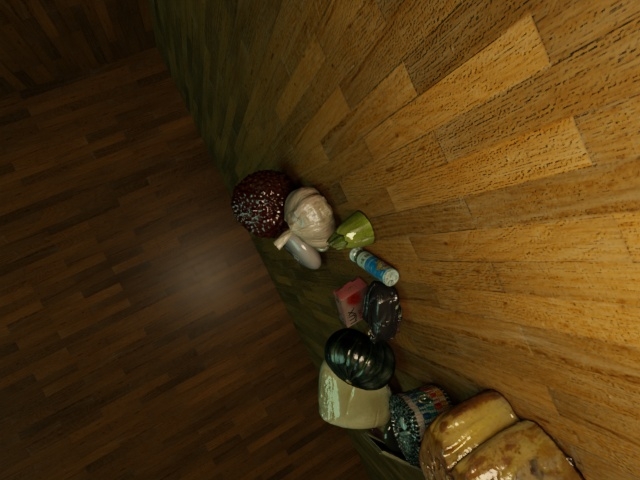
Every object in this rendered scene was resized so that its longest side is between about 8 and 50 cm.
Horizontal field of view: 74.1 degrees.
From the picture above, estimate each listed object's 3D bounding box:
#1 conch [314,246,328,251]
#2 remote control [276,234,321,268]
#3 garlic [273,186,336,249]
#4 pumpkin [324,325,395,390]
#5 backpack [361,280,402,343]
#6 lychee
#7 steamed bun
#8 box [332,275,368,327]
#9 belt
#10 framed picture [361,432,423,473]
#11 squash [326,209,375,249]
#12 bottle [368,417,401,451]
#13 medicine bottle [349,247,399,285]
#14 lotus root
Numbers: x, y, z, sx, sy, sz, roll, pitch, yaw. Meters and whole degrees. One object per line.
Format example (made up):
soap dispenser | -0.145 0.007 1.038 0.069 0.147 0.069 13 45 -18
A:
conch | -0.003 0.001 1.550 0.085 0.057 0.076 38 138 56
remote control | -0.102 0.009 1.760 0.221 0.103 0.332 55 172 -31
garlic | -0.065 -0.052 1.373 0.218 0.212 0.218 51 164 21
pumpkin | 0.136 0.391 1.448 0.250 0.216 0.250 17 167 4
backpack | 0.178 0.194 1.191 0.120 0.106 0.165 -102 14 -54
lychee | -0.189 -0.134 1.584 0.264 0.300 0.264 9 -90 -80
steamed bun | 0.143 0.575 1.628 0.272 0.274 0.290 0 98 56
box | 0.109 0.207 1.419 0.060 0.111 0.156 45 158 48
belt | 0.309 0.521 1.216 0.295 0.161 0.206 95 162 -60
framed picture | 0.320 0.842 1.655 0.296 0.019 0.232 28 168 -8
squash | 0.068 -0.009 1.153 0.105 0.132 0.105 53 160 30
bottle | 0.271 0.748 1.739 0.156 0.143 0.271 26 168 -14
medicine bottle | 0.147 0.069 1.182 0.191 0.051 0.051 34 147 59
lotus root | 0.358 0.477 0.892 0.316 0.250 0.316 164 90 -74
